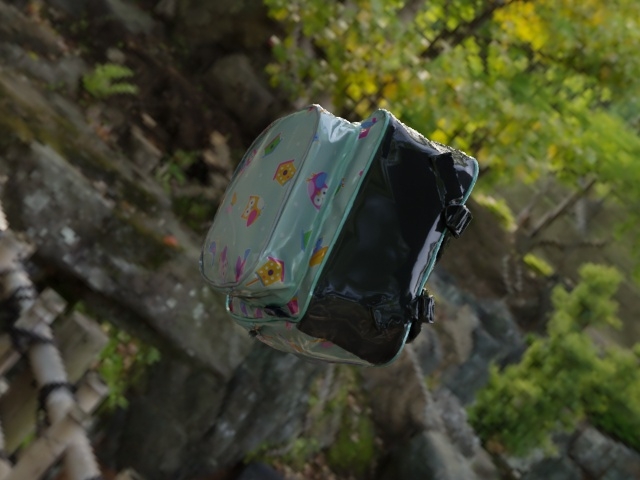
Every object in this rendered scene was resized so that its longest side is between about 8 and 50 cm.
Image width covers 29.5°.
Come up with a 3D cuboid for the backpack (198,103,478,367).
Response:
[{"bbox_3d":[0.000,0.000,0.840,0.144,0.166,0.188,23,-14,-12],"label":"backpack"}]
